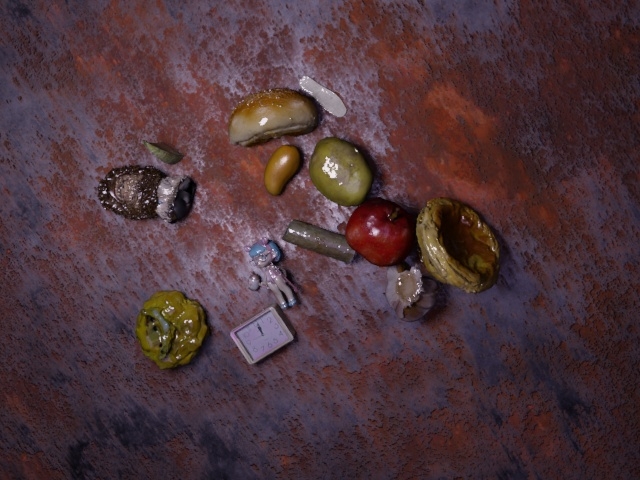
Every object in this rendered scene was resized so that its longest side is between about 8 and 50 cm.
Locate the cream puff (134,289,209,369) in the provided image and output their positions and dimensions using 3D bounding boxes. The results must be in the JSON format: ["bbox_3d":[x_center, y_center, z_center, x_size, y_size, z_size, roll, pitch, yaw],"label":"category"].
[{"bbox_3d":[-0.530,0.315,1.745,0.282,0.185,0.281,0,95,1],"label":"cream puff"}]

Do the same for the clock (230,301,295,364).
[{"bbox_3d":[-0.204,0.328,1.774,0.192,0.071,0.146,-32,92,7],"label":"clock"}]

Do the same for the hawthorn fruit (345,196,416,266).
[{"bbox_3d":[0.200,-0.033,1.581,0.210,0.266,0.230,-37,83,-18],"label":"hawthorn fruit"}]

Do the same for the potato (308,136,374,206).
[{"bbox_3d":[0.069,-0.226,1.656,0.229,0.148,0.197,27,110,3],"label":"potato"}]

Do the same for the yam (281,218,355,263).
[{"bbox_3d":[0.000,0.000,1.715,0.260,0.093,0.093,19,97,2],"label":"yam"}]

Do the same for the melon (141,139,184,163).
[{"bbox_3d":[-0.535,-0.302,1.684,0.098,0.182,0.054,44,97,-5],"label":"melon"}]

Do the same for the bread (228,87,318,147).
[{"bbox_3d":[-0.170,-0.407,1.635,0.315,0.192,0.171,-12,96,6],"label":"bread"}]

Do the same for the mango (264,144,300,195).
[{"bbox_3d":[-0.135,-0.242,1.706,0.102,0.085,0.184,29,108,-3],"label":"mango"}]

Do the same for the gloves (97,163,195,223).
[{"bbox_3d":[-0.606,-0.156,1.725,0.313,0.135,0.210,16,96,3],"label":"gloves"}]

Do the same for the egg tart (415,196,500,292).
[{"bbox_3d":[0.426,0.027,1.601,0.352,0.352,0.150,50,135,-1],"label":"egg tart"}]

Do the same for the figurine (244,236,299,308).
[{"bbox_3d":[-0.176,0.119,1.749,0.205,0.103,0.259,-24,96,43],"label":"figurine"}]

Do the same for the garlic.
[{"bbox_3d":[0.334,0.142,1.650,0.257,0.207,0.207,-30,93,2],"label":"garlic"}]

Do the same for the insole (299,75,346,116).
[{"bbox_3d":[0.010,-0.492,1.703,0.192,0.010,0.063,37,98,0],"label":"insole"}]
